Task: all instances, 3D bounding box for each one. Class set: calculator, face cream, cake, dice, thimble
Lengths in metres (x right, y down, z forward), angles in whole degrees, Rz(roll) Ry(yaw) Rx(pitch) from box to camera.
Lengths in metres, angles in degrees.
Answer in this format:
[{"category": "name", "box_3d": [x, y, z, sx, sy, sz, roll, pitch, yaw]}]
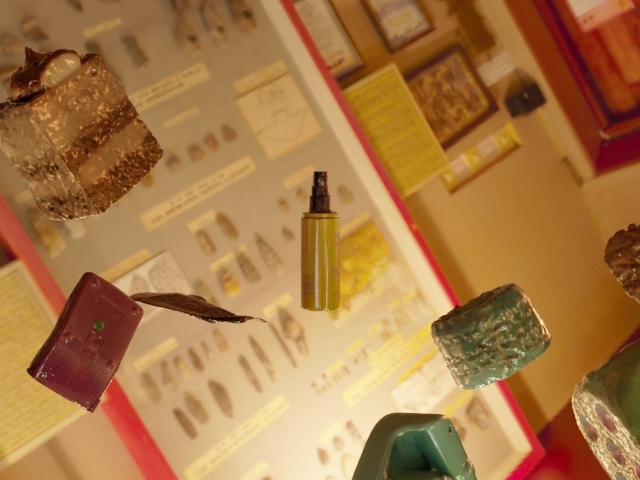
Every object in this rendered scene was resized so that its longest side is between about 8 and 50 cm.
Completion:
[{"category": "calculator", "box_3d": [-0.352, 0.152, 1.289, 0.034, 0.127, 0.190, -11, -132, 46]}, {"category": "face cream", "box_3d": [0.000, 0.000, 1.661, 0.078, 0.273, 0.078, 0, -175, 0]}, {"category": "cake", "box_3d": [-0.445, -0.196, 1.453, 0.199, 0.293, 0.196, 0, -141, 45]}, {"category": "dice", "box_3d": [0.749, 0.368, 1.776, 0.322, 0.330, 0.318, -26, 160, -8]}, {"category": "thimble", "box_3d": [0.316, 0.178, 1.579, 0.198, 0.143, 0.235, -29, 178, 15]}]

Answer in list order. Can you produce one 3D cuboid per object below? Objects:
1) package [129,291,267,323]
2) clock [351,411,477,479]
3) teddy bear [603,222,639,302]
[{"category": "package", "box_3d": [-0.232, 0.128, 1.612, 0.239, 0.030, 0.154, 14, -179, 17]}, {"category": "clock", "box_3d": [0.101, 0.345, 0.908, 0.094, 0.223, 0.274, -7, -142, 28]}, {"category": "teddy bear", "box_3d": [0.507, 0.068, 0.982, 0.246, 0.296, 0.222, 19, 128, -45]}]
